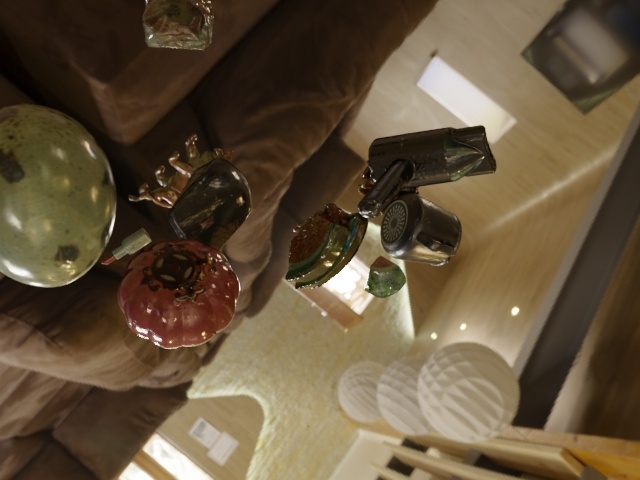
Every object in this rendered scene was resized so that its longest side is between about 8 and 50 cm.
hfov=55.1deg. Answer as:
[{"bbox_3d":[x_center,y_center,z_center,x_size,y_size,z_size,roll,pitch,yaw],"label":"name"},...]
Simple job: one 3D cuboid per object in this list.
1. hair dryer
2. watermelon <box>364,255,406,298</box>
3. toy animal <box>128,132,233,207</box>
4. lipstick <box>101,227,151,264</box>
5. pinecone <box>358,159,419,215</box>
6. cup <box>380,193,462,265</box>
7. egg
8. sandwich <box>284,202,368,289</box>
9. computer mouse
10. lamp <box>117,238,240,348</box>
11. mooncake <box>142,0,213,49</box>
[{"bbox_3d":[0.189,-0.123,1.179,0.244,0.116,0.302,-5,-152,33],"label":"hair dryer"},{"bbox_3d":[0.139,0.075,1.306,0.085,0.092,0.072,116,-24,-53],"label":"watermelon"},{"bbox_3d":[-0.374,-0.175,1.722,0.312,0.157,0.097,-39,-164,22],"label":"toy animal"},{"bbox_3d":[-0.473,0.021,1.481,0.129,0.030,0.030,-33,141,-3],"label":"lipstick"},{"bbox_3d":[0.198,-0.156,1.768,0.149,0.195,0.179,-17,133,-29],"label":"pinecone"},{"bbox_3d":[0.264,-0.011,1.540,0.169,0.176,0.223,-64,-152,13],"label":"cup"},{"bbox_3d":[-0.642,-0.102,1.402,0.344,0.428,0.345,-25,168,-5],"label":"egg"},{"bbox_3d":[0.004,0.004,1.359,0.235,0.159,0.079,-31,154,35],"label":"sandwich"},{"bbox_3d":[-0.253,-0.091,1.510,0.087,0.168,0.295,-19,-149,33],"label":"computer mouse"},{"bbox_3d":[-0.214,0.084,0.936,0.182,0.182,0.140,-51,163,-37],"label":"lamp"},{"bbox_3d":[-0.253,-0.396,1.095,0.073,0.125,0.130,96,-14,-49],"label":"mooncake"}]
